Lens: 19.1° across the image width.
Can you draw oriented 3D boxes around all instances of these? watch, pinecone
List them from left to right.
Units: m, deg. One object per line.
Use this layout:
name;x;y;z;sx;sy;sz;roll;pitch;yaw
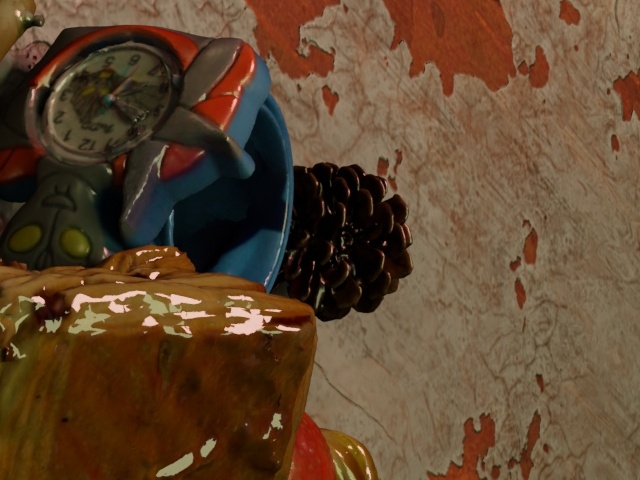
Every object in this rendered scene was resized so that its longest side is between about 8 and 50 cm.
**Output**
watch;-0.142;-0.012;1.650;0.274;0.241;0.305;54;52;-56
pinecone;-0.008;-0.001;1.865;0.165;0.163;0.162;9;80;-46

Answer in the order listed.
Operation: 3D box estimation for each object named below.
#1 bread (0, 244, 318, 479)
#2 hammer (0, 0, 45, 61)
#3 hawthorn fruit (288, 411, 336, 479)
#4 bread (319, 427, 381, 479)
bread;-0.175;0.137;1.461;0.325;0.167;0.277;-1;113;-40
hammer;-0.301;-0.121;1.541;0.202;0.113;0.305;66;32;-30
hawthorn fruit;-0.107;0.201;1.688;0.253;0.205;0.205;44;53;-29
bread;0.002;0.295;1.897;0.213;0.105;0.213;8;80;-56
